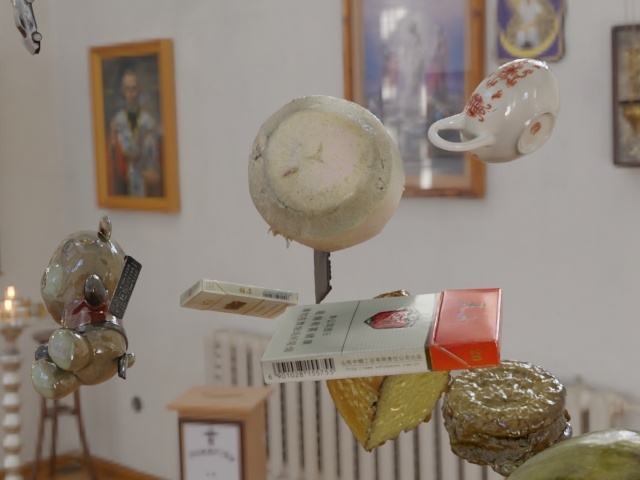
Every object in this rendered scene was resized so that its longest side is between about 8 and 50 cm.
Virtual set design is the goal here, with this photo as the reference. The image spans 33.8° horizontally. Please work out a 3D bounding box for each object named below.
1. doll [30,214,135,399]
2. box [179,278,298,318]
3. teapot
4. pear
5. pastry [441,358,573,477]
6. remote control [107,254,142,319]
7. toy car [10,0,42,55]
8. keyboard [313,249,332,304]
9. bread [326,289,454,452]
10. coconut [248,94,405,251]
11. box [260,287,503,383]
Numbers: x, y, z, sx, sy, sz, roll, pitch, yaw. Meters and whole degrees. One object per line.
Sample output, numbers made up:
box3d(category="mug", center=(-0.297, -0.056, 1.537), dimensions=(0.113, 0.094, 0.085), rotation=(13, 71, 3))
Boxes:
box3d(category="doll", center=(-0.411, 0.124, 1.873), dimensions=(0.174, 0.330, 0.235), rotation=(12, -44, -24))
box3d(category="box", center=(-0.129, 0.094, 1.675), dimensions=(0.167, 0.024, 0.090), rotation=(9, -24, -27))
box3d(category="teapot", center=(0.258, -0.175, 1.476), dimensions=(0.246, 0.116, 0.159), rotation=(-19, -28, -30))
box3d(category="pear", center=(0.364, 0.376, 1.328), dimensions=(0.287, 0.287, 0.375), rotation=(-5, -34, -35))
box3d(category="pastry", center=(0.337, 0.316, 1.944), dimensions=(0.240, 0.132, 0.235), rotation=(10, 23, 42))
box3d(category="remote control", center=(-0.277, 0.066, 1.478), dimensions=(0.016, 0.091, 0.034), rotation=(-9, -38, 34))
box3d(category="toy car", center=(-0.398, -0.296, 1.422), dimensions=(0.025, 0.093, 0.041), rotation=(-15, 8, -31))
box3d(category="keyboard", center=(0.002, 0.000, 1.657), dimensions=(0.015, 0.196, 0.074), rotation=(3, -25, -11))
box3d(category="bread", center=(0.078, 0.150, 1.312), dimensions=(0.143, 0.229, 0.139), rotation=(-30, 60, -31))
box3d(category="coconut", center=(0.013, -0.086, 1.468), dimensions=(0.224, 0.224, 0.234), rotation=(-2, -16, 7))
box3d(category="box", center=(0.069, 0.099, 1.116), dimensions=(0.245, 0.035, 0.139), rotation=(-6, 19, 15))
